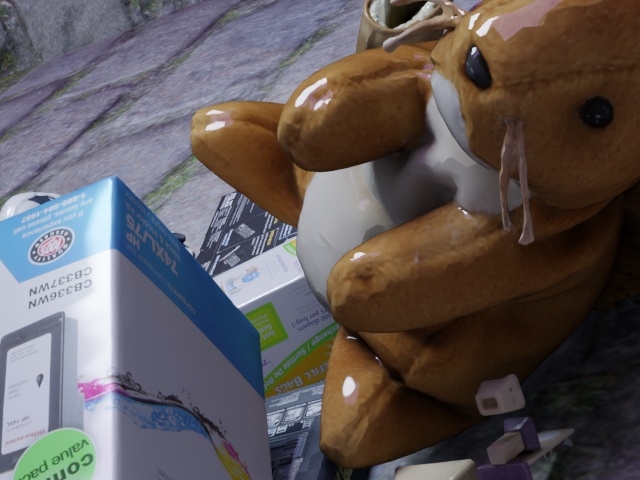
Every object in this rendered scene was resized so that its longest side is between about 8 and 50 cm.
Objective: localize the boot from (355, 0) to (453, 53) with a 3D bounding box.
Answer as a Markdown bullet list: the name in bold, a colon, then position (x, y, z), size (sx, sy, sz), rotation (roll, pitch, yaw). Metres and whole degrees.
- **boot**: position (0.105, -0.201, 1.535), size (0.236, 0.089, 0.269), rotation (-54, -13, -33)

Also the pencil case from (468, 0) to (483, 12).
- **pencil case**: position (0.299, -0.267, 1.575), size (0.160, 0.167, 0.386), rotation (4, 34, 41)

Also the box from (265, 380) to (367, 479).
- **box**: position (-0.086, 0.191, 1.018), size (0.232, 0.059, 0.183), rotation (-19, 19, 18)

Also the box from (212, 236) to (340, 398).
- **box**: position (-0.042, 0.082, 1.166), size (0.203, 0.114, 0.103), rotation (-27, 17, -2)

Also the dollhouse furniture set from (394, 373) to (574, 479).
- **dollhouse furniture set**: position (0.102, 0.128, 0.928), size (0.114, 0.091, 0.081), rotation (-14, 7, 40)

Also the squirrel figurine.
- **squirrel figurine**: position (0.163, -0.065, 0.932), size (0.397, 0.281, 0.370), rotation (-5, -27, -28)

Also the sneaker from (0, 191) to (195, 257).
- **sneaker**: position (-0.205, 0.014, 1.471), size (0.153, 0.235, 0.094), rotation (1, 66, 31)

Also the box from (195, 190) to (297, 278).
- **box**: position (0.000, 0.000, 1.391), size (0.242, 0.076, 0.307), rotation (-21, 19, 14)

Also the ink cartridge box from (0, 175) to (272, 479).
- **ink cartridge box**: position (-0.153, 0.146, 0.862), size (0.198, 0.197, 0.270), rotation (-21, 48, 15)
